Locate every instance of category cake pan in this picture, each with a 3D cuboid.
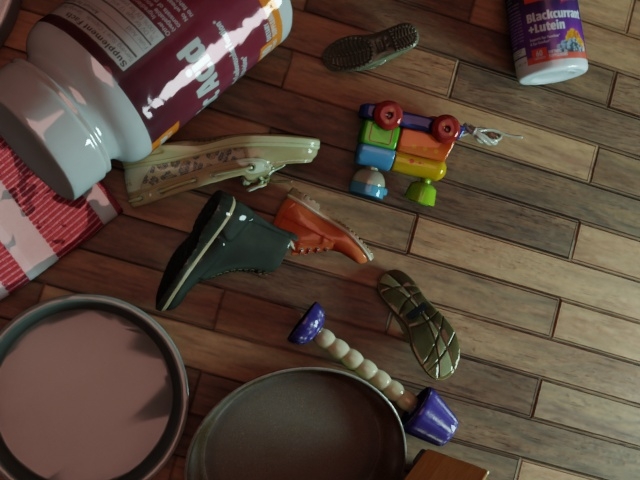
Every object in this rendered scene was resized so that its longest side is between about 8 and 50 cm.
[{"bbox_3d":[-0.332,0.221,1.472,0.293,0.054,0.293,1,85,-8],"label":"cake pan"}]

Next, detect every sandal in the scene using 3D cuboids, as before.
[{"bbox_3d":[0.144,0.125,1.558,0.072,0.049,0.180,-30,76,-15],"label":"sandal"}]

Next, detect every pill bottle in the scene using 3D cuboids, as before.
[{"bbox_3d":[0.338,-0.342,1.592,0.108,0.108,0.193,-8,86,-9],"label":"pill bottle"},{"bbox_3d":[-0.246,-0.248,1.411,0.392,0.224,0.224,-44,92,-18],"label":"pill bottle"}]

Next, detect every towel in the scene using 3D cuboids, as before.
[{"bbox_3d":[-0.471,-0.039,1.452,0.329,0.037,0.237,-37,104,-14],"label":"towel"}]

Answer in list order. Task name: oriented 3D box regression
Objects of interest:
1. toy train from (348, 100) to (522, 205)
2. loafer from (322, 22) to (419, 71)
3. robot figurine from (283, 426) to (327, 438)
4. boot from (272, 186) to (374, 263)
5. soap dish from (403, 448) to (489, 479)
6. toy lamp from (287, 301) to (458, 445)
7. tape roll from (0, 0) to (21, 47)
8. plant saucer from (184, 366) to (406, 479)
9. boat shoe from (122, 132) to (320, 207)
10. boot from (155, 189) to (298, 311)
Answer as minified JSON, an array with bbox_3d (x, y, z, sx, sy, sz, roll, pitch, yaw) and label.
[{"bbox_3d":[0.168,-0.114,1.557,0.248,0.105,0.143,13,94,-7],"label":"toy train"},{"bbox_3d":[0.077,-0.284,1.580,0.148,0.050,0.056,-12,84,6],"label":"loafer"},{"bbox_3d":[-0.032,0.242,1.508,0.101,0.067,0.115,44,81,-5],"label":"robot figurine"},{"bbox_3d":[0.000,0.000,1.542,0.158,0.059,0.084,34,84,4],"label":"boot"},{"bbox_3d":[0.135,0.397,1.422,0.118,0.291,0.229,36,81,15],"label":"soap dish"},{"bbox_3d":[0.080,0.199,1.526,0.275,0.080,0.080,38,81,-1],"label":"toy lamp"},{"bbox_3d":[-0.618,-0.383,1.471,0.392,0.072,0.392,1,86,-8],"label":"tape roll"},{"bbox_3d":[-0.036,0.303,1.461,0.311,0.050,0.310,-5,114,-11],"label":"plant saucer"},{"bbox_3d":[-0.140,-0.105,1.511,0.285,0.104,0.089,-6,94,2],"label":"boat shoe"},{"bbox_3d":[-0.136,0.041,1.495,0.137,0.077,0.198,28,112,-23],"label":"boot"}]
